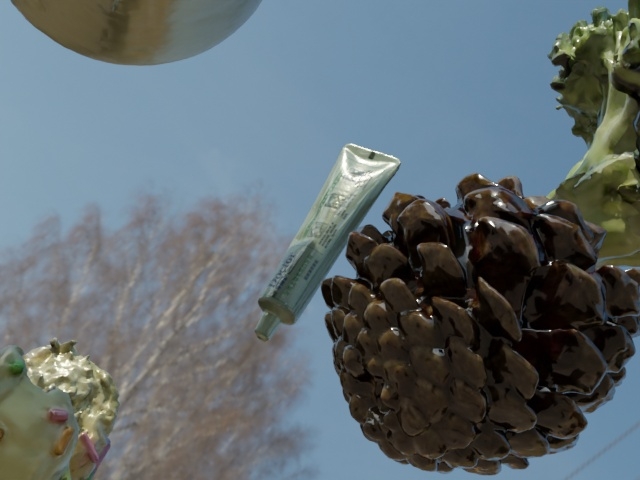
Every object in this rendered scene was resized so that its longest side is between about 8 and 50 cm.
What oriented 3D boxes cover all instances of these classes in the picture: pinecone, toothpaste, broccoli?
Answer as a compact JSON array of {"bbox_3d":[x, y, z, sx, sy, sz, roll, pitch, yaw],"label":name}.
[{"bbox_3d":[0.105,0.049,0.626,0.184,0.204,0.179,45,-34,49],"label":"pinecone"},{"bbox_3d":[0.000,0.000,0.951,0.064,0.218,0.041,20,-25,27],"label":"toothpaste"},{"bbox_3d":[0.352,-0.071,0.995,0.324,0.272,0.334,26,-1,-4],"label":"broccoli"}]

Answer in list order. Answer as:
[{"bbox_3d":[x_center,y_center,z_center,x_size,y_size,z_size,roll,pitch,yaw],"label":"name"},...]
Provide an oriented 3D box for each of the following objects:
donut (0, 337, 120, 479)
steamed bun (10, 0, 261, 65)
[{"bbox_3d":[-0.324,0.246,1.013,0.150,0.307,0.371,31,-6,0],"label":"donut"},{"bbox_3d":[-0.146,-0.397,0.771,0.456,0.290,0.371,62,-25,8],"label":"steamed bun"}]
